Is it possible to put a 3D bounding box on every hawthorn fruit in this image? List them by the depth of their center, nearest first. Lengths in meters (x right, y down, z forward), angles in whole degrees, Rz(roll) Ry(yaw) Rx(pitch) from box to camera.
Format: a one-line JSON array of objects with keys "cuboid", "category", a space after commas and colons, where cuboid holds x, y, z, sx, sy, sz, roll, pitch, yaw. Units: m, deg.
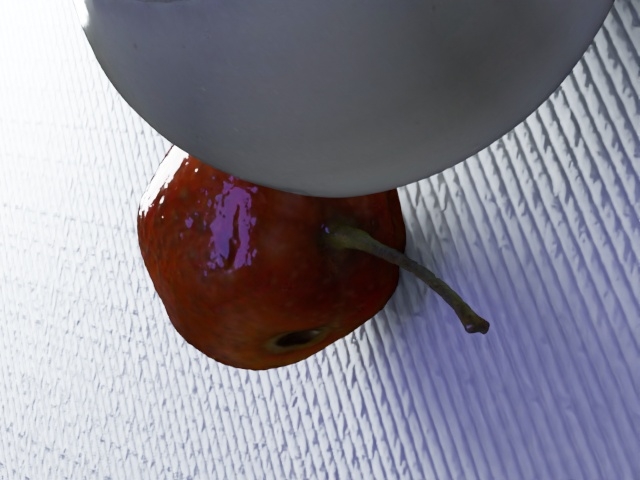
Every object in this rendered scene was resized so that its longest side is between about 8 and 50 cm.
[{"cuboid": [0.000, 0.000, 1.077, 0.285, 0.165, 0.165, 5, 86, 63], "category": "hawthorn fruit"}]

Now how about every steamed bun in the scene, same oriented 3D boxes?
[{"cuboid": [0.021, -0.170, 1.004, 0.324, 0.206, 0.324, -21, 46, 23], "category": "steamed bun"}]
